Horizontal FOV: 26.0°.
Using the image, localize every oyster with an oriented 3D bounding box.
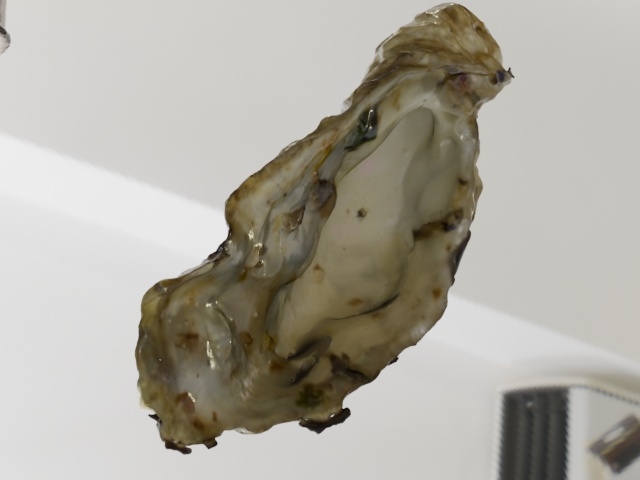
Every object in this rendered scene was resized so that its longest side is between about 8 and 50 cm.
[{"bbox_3d":[-0.004,-0.005,0.745,0.294,0.094,0.166,-34,-54,-36],"label":"oyster"}]

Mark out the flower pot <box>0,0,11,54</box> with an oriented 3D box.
[{"bbox_3d":[-0.231,-0.182,0.646,0.191,0.190,0.173,9,-99,-26],"label":"flower pot"}]
